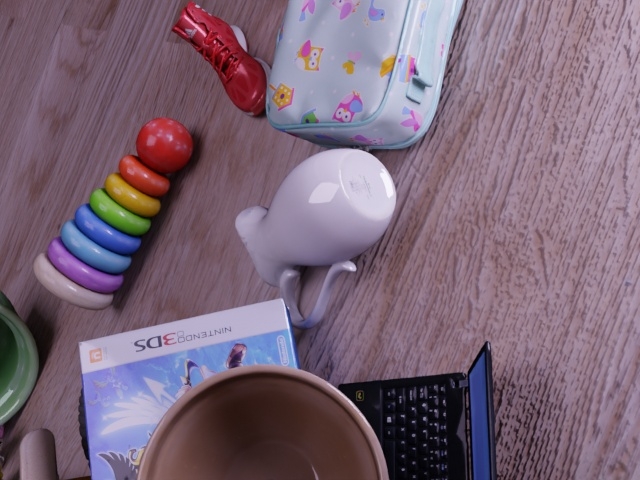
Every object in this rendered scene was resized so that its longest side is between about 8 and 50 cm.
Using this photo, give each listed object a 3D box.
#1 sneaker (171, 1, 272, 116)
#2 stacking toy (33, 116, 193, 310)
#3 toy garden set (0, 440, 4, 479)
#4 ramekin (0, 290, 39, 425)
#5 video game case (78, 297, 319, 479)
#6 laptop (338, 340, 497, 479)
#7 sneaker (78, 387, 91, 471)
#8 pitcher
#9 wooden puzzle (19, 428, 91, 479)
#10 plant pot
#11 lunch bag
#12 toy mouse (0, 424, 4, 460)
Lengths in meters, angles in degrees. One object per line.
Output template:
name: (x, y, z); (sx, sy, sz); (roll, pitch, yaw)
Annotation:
sneaker: (-0.158, -0.275, 1.123); (0.087, 0.128, 0.221); (-52, 46, 18)
stacking toy: (-0.319, -0.054, 1.214); (0.330, 0.141, 0.141); (-55, 45, 6)
toy garden set: (-0.539, 0.398, 1.253); (0.244, 0.049, 0.204); (58, 149, 37)
ramekin: (-0.676, 0.203, 1.347); (0.304, 0.303, 0.148); (-62, 36, 8)
video game case: (-0.132, 0.221, 0.839); (0.244, 0.061, 0.270); (-13, 70, 0)
laptop: (0.077, 0.232, 0.694); (0.264, 0.136, 0.235); (-14, 65, 39)
sneaker: (-0.195, 0.298, 0.965); (0.147, 0.145, 0.385); (-39, 53, 5)
pitcher: (0.000, 0.000, 0.886); (0.207, 0.125, 0.178); (-32, 75, 46)
wooden puzzle: (-0.313, 0.448, 0.957); (0.348, 0.080, 0.322); (105, 154, -52)
plant pot: (-0.052, 0.247, 0.733); (0.237, 0.110, 0.238); (-1, 72, 2)
lunch bag: (0.057, -0.241, 0.912); (0.224, 0.107, 0.279); (8, 82, 41)
toy mouse: (-0.636, 0.377, 1.426); (0.143, 0.031, 0.161); (33, 99, 46)
